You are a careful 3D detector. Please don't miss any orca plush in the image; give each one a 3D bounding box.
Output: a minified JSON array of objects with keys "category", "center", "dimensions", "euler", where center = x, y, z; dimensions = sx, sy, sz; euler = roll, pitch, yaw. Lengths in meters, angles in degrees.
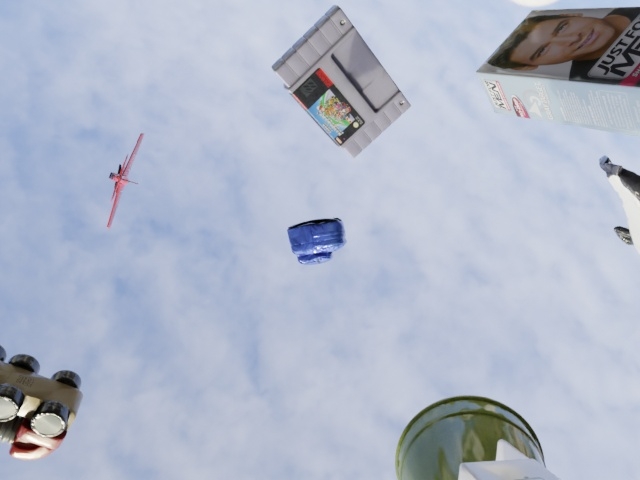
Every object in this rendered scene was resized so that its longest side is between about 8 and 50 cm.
[{"category":"orca plush","center":[0.648,-0.058,1.066],"dimensions":[0.102,0.151,0.287],"euler":[-39,-92,-12]}]

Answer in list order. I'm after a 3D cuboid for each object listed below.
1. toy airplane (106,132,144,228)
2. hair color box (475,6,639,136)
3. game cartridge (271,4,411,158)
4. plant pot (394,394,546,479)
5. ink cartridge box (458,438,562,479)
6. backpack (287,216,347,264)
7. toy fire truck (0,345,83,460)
[{"category":"toy airplane","center":[-0.281,-0.084,0.773],"dimensions":[0.028,0.151,0.151],"euler":[20,-122,-27]},{"category":"hair color box","center":[0.483,-0.304,0.962],"dimensions":[0.185,0.374,0.113],"euler":[-47,-55,-8]},{"category":"game cartridge","center":[0.062,-0.397,1.438],"dimensions":[0.355,0.230,0.068],"euler":[41,-173,-39]},{"category":"plant pot","center":[0.349,0.582,1.197],"dimensions":[0.366,0.353,0.367],"euler":[1,-83,7]},{"category":"ink cartridge box","center":[0.249,0.394,0.621],"dimensions":[0.119,0.353,0.207],"euler":[4,-85,-17]},{"category":"backpack","center":[0.000,0.000,1.230],"dimensions":[0.120,0.098,0.101],"euler":[-14,-87,10]},{"category":"toy fire truck","center":[-0.576,0.342,0.965],"dimensions":[0.217,0.246,0.158],"euler":[28,-163,-20]}]
